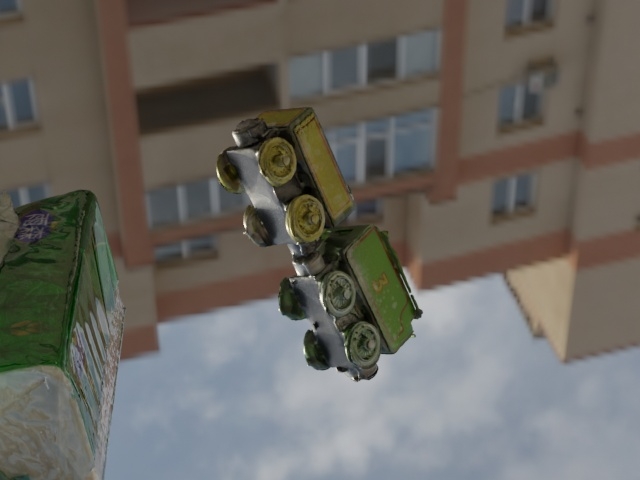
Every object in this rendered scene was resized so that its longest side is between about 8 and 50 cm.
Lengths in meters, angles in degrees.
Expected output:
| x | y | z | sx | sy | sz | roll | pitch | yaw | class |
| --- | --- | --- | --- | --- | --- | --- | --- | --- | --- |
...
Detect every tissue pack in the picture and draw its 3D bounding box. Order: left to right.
| x | y | z | sx | sy | sz | roll | pitch | yaw | class |
| --- | --- | --- | --- | --- | --- | --- | --- | --- | --- |
| -0.203 | 0.051 | 1.016 | 0.148 | 0.156 | 0.209 | -11 | -153 | 4 | tissue pack |

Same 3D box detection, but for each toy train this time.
| x | y | z | sx | sy | sz | roll | pitch | yaw | class |
| --- | --- | --- | --- | --- | --- | --- | --- | --- | --- |
| 0.000 | 0.000 | 1.177 | 0.060 | 0.202 | 0.081 | -2 | -148 | 44 | toy train |
